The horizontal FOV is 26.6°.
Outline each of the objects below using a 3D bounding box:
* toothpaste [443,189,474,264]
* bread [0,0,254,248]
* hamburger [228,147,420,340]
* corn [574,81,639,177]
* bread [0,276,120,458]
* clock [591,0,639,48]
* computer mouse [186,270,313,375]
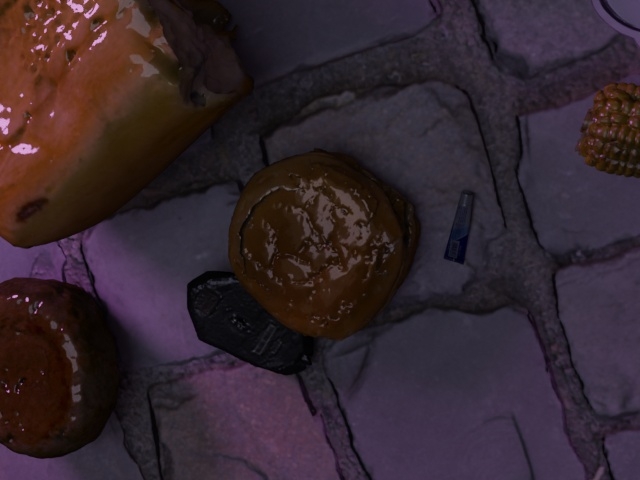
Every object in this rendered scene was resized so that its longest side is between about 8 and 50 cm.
[{"bbox_3d":[0.152,-0.014,1.479,0.024,0.015,0.083,16,113,18],"label":"toothpaste"},{"bbox_3d":[-0.291,-0.201,1.502,0.394,0.250,0.361,-40,83,29],"label":"bread"},{"bbox_3d":[-0.001,0.001,1.502,0.213,0.108,0.214,5,106,17],"label":"hamburger"},{"bbox_3d":[0.396,-0.083,1.312,0.291,0.101,0.101,18,108,20],"label":"corn"},{"bbox_3d":[-0.343,0.151,1.669,0.230,0.123,0.230,5,101,27],"label":"bread"},{"bbox_3d":[0.348,-0.255,1.319,0.152,0.050,0.110,-41,85,26],"label":"clock"},{"bbox_3d":[-0.080,0.093,1.582,0.172,0.057,0.099,33,112,0],"label":"computer mouse"}]
